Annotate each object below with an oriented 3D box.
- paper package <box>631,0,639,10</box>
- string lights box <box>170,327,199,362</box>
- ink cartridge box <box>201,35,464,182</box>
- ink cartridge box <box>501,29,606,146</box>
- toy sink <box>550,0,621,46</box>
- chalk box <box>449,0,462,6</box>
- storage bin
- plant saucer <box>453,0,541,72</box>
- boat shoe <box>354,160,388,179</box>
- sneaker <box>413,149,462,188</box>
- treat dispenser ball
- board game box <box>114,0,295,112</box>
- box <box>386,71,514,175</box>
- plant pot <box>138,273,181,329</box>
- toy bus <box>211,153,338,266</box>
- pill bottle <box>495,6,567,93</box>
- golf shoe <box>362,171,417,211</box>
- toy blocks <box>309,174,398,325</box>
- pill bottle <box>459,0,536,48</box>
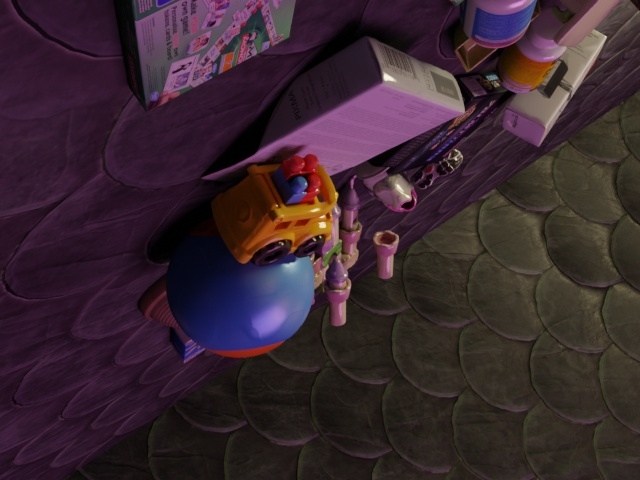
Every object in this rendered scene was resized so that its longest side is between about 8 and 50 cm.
[{"bbox_3d":[0.766,-0.632,1.658,0.325,0.168,0.309,-41,167,22],"label":"paper package"},{"bbox_3d":[-0.341,0.249,2.228,0.133,0.076,0.259,-33,169,-20],"label":"string lights box"},{"bbox_3d":[0.017,-0.203,1.407,0.385,0.091,0.308,-22,168,31],"label":"ink cartridge box"},{"bbox_3d":[0.578,-0.391,2.011,0.272,0.114,0.197,-56,168,0],"label":"ink cartridge box"},{"bbox_3d":[0.509,-0.502,1.530,0.234,0.131,0.153,-48,164,31],"label":"toy sink"},{"bbox_3d":[0.166,-0.390,0.988,0.132,0.132,0.213,-39,169,18],"label":"chalk box"},{"bbox_3d":[0.152,-0.238,1.575,0.180,0.122,0.084,-40,168,22],"label":"storage bin"},{"bbox_3d":[0.335,-0.422,1.560,0.188,0.045,0.188,-38,168,13],"label":"plant saucer"},{"bbox_3d":[0.165,-0.213,1.840,0.206,0.075,0.065,-45,163,19],"label":"boat shoe"},{"bbox_3d":[0.352,-0.223,2.415,0.170,0.068,0.071,-33,-173,31],"label":"sneaker"},{"bbox_3d":[-0.156,0.084,1.572,0.288,0.288,0.288,-34,168,-8],"label":"treat dispenser ball"},{"bbox_3d":[-0.114,-0.275,0.855,0.214,0.046,0.317,-33,168,-18],"label":"board game box"},{"bbox_3d":[0.315,-0.290,1.977,0.295,0.073,0.293,-43,166,34],"label":"box"},{"bbox_3d":[-0.287,0.132,1.837,0.237,0.109,0.237,-33,168,-8],"label":"plant pot"},{"bbox_3d":[-0.047,-0.074,1.409,0.220,0.149,0.211,-9,154,-43],"label":"toy bus"},{"bbox_3d":[0.469,-0.420,1.770,0.117,0.117,0.215,-33,168,-12],"label":"pill bottle"},{"bbox_3d":[0.196,-0.125,2.125,0.115,0.140,0.306,-40,169,11],"label":"golf shoe"},{"bbox_3d":[0.000,0.000,1.997,0.288,0.309,0.260,-41,142,-40],"label":"toy blocks"},{"bbox_3d":[0.290,-0.406,1.294,0.124,0.124,0.221,-36,170,1],"label":"pill bottle"}]
